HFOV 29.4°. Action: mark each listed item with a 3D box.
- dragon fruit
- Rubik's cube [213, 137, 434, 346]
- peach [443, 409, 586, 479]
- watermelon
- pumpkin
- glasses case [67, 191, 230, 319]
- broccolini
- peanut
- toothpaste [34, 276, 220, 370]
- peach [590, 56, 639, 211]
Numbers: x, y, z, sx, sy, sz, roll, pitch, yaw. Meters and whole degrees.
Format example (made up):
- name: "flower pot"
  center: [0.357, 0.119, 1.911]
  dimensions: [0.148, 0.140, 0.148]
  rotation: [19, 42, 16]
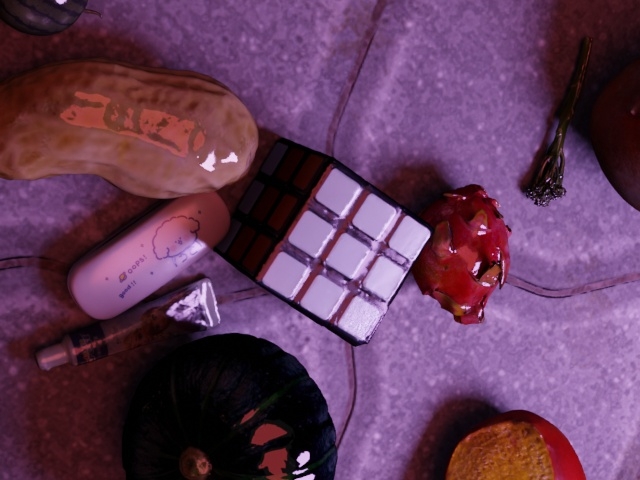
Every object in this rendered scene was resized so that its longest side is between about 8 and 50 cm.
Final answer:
- name: "dragon fruit"
  center: [0.161, 0.017, 1.453]
  dimensions: [0.133, 0.136, 0.166]
  rotation: [-3, 96, 13]
- name: "Rubik's cube"
  center: [0.000, 0.000, 1.361]
  dimensions: [0.162, 0.160, 0.163]
  rotation: [31, 90, -25]
- name: "peach"
  center: [0.244, 0.314, 1.524]
  dimensions: [0.190, 0.190, 0.192]
  rotation: [-31, 127, -13]
- name: "watermelon"
  center: [-0.274, -0.254, 1.222]
  dimensions: [0.133, 0.105, 0.105]
  rotation: [31, 90, -37]
- name: "pumpkin"
  center: [-0.088, 0.222, 1.368]
  dimensions: [0.248, 0.248, 0.248]
  rotation: [-5, 105, -21]
- name: "glasses case"
  center: [-0.189, 0.012, 1.349]
  dimensions: [0.197, 0.049, 0.076]
  rotation: [-35, 113, -11]
- name: "broccolini"
  center: [0.301, -0.148, 1.521]
  dimensions: [0.044, 0.042, 0.218]
  rotation: [7, 96, -51]
- name: "peanut"
  center: [-0.215, -0.115, 1.261]
  dimensions: [0.305, 0.147, 0.147]
  rotation: [7, 100, -24]
- name: "toothpaste"
  center: [-0.215, 0.100, 1.369]
  dimensions: [0.216, 0.037, 0.062]
  rotation: [-18, 110, -23]
- name: "peach"
  center: [0.451, -0.129, 1.455]
  dimensions: [0.252, 0.252, 0.252]
  rotation: [-5, 105, -21]
